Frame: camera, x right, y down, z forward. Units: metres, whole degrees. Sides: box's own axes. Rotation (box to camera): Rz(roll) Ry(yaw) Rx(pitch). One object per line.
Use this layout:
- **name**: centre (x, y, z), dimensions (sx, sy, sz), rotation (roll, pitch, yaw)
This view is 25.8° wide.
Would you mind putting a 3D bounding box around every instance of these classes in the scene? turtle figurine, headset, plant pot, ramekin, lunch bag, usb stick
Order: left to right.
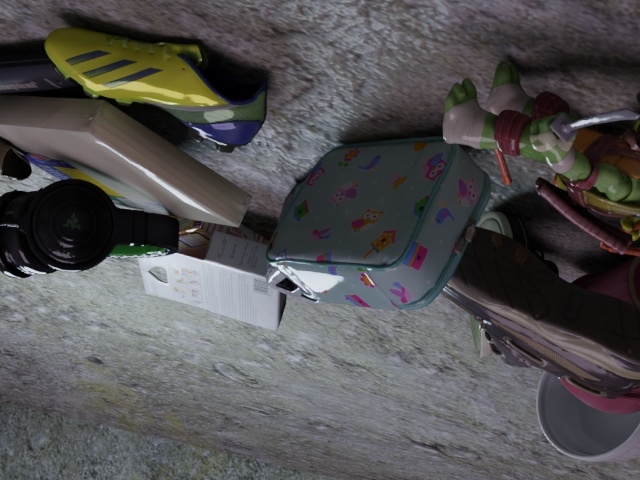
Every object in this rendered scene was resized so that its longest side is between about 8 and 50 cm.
- **usb stick**: centre (-0.423, -0.229, 1.900), dimensions (0.278, 0.045, 0.077), rotation (1, 154, 37)
- **headset**: centre (-0.389, -0.042, 1.999), dimensions (0.394, 0.185, 0.243), rotation (5, 173, -39)
- **lunch bag**: centre (0.079, -0.028, 1.769), dimensions (0.279, 0.224, 0.108), rotation (2, 144, 48)
- **turtle figurine**: centre (0.272, -0.138, 1.417), dimensions (0.266, 0.197, 0.274), rotation (23, 155, 33)
- **ramekin**: centre (0.462, 0.261, 2.244), dimensions (0.207, 0.207, 0.109), rotation (-1, 162, 41)
- **turtle figurine**: centre (0.348, -0.083, 1.596), dimensions (0.269, 0.087, 0.217), rotation (38, 145, -25)
- **plant pot**: centre (0.432, 0.111, 1.912), dimensions (0.201, 0.201, 0.180), rotation (21, 143, -10)

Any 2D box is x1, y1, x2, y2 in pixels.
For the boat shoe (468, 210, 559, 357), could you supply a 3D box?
- **boat shoe**: centre (0.283, 0.061, 1.992), dimensions (0.113, 0.127, 0.340), rotation (-8, 144, -4)

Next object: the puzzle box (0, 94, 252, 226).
- **puzzle box**: centre (-0.315, -0.120, 1.981), dimensions (0.272, 0.052, 0.409), rotation (32, 166, -37)

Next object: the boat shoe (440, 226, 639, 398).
- **boat shoe**: centre (0.263, 0.105, 1.805), dimensions (0.355, 0.132, 0.130), rotation (29, 131, 8)

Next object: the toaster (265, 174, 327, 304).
- **toaster**: centre (0.000, 0.000, 2.008), dimensions (0.129, 0.146, 0.227), rotation (23, 159, -14)

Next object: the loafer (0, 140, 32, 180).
- **loafer**: centre (-0.478, -0.127, 2.027), dimensions (0.148, 0.056, 0.050), rotation (21, 173, -43)

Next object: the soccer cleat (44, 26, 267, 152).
- **soccer cleat**: centre (-0.199, -0.214, 1.738), dimensions (0.289, 0.093, 0.121), rotation (24, 128, -4)

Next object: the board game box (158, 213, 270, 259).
- **board game box**: centre (-0.192, 0.002, 2.317), dimensions (0.147, 0.045, 0.194), rotation (32, 155, -34)

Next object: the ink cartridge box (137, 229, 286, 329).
- **ink cartridge box**: centre (-0.174, 0.055, 2.286), dimensions (0.239, 0.060, 0.275), rotation (17, 160, 3)
